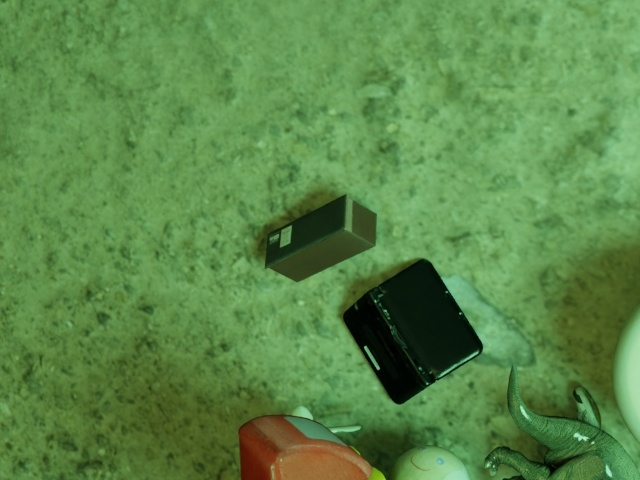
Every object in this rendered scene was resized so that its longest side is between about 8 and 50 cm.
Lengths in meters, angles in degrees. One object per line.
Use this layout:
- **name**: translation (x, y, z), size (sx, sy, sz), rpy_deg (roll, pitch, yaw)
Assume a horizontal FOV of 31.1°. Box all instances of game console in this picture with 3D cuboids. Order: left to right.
- **game console**: translation (0.100, 0.102, 1.271), size (0.122, 0.071, 0.107), rpy_deg (58, 143, 11)

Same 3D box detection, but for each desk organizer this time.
- **desk organizer**: translation (0.000, 0.000, 1.288), size (0.130, 0.050, 0.047), rpy_deg (-26, 49, 39)

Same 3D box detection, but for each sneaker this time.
- **sneaker**: translation (0.272, 0.193, 1.185), size (0.037, 0.032, 0.083), rpy_deg (-23, 83, 24)

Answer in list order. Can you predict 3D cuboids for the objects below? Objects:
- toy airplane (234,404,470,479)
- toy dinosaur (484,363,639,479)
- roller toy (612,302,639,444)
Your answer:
- **toy airplane**: translation (0.056, 0.332, 1.171), size (0.272, 0.384, 0.386), rpy_deg (-41, 83, -16)
- **toy dinosaur**: translation (0.261, 0.259, 1.152), size (0.160, 0.121, 0.314), rpy_deg (-14, 93, 17)
- **roller toy**: translation (0.371, 0.120, 1.072), size (0.191, 0.146, 0.210), rpy_deg (0, 88, 16)
